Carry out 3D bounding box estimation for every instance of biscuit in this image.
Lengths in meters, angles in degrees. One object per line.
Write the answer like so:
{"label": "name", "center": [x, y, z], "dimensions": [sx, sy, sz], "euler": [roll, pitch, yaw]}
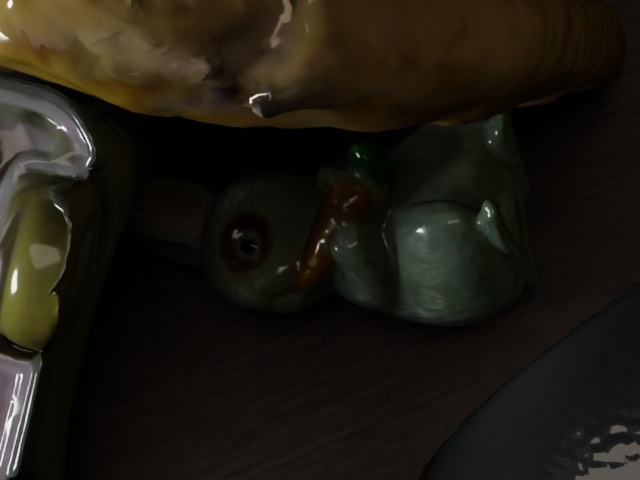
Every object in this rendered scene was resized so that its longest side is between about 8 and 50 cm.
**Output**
{"label": "biscuit", "center": [-0.079, -0.131, 0.802], "dimensions": [0.429, 0.446, 0.104], "euler": [12, 100, 15]}

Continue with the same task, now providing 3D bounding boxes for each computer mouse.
{"label": "computer mouse", "center": [0.175, 0.119, 0.839], "dimensions": [0.269, 0.100, 0.170], "euler": [-34, 73, -6]}

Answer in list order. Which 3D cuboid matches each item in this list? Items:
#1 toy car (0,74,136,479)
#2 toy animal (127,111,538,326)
{"label": "toy car", "center": [-0.239, 0.065, 0.864], "dimensions": [0.242, 0.226, 0.336], "euler": [12, 93, -1]}
{"label": "toy animal", "center": [0.004, 0.005, 0.896], "dimensions": [0.236, 0.138, 0.108], "euler": [-16, 42, 15]}
